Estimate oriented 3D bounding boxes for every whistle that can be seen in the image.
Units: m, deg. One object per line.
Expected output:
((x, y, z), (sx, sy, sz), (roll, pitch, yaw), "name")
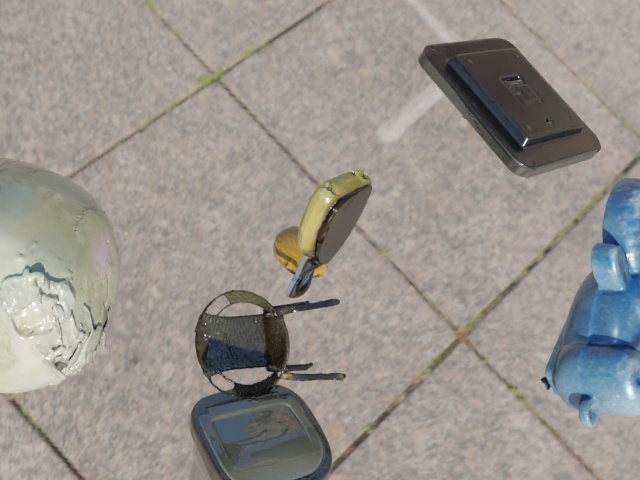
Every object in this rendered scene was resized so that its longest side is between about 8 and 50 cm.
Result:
((0.271, 0.052, 0.847), (0.269, 0.093, 0.180), (-55, 128, -30), "whistle")

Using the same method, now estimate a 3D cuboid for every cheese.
((0.001, 0.000, 1.040), (0.036, 0.162, 0.086), (37, 38, 18), "cheese")

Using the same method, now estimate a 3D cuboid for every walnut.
((-0.033, 0.012, 1.792), (0.121, 0.052, 0.091), (41, 51, 20), "walnut")

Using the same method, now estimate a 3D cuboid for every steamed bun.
((-0.414, 0.040, 1.427), (0.232, 0.334, 0.312), (1, 40, 17), "steamed bun")

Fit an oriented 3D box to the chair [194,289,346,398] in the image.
((-0.086, 0.162, 1.576), (0.213, 0.149, 0.174), (-4, 90, -17), "chair")

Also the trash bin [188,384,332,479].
((-0.125, 0.418, 1.696), (0.219, 0.250, 0.219), (-6, 40, -31), "trash bin")

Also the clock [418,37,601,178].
((0.319, -0.231, 1.615), (0.278, 0.049, 0.273), (-18, 64, -47), "clock")
